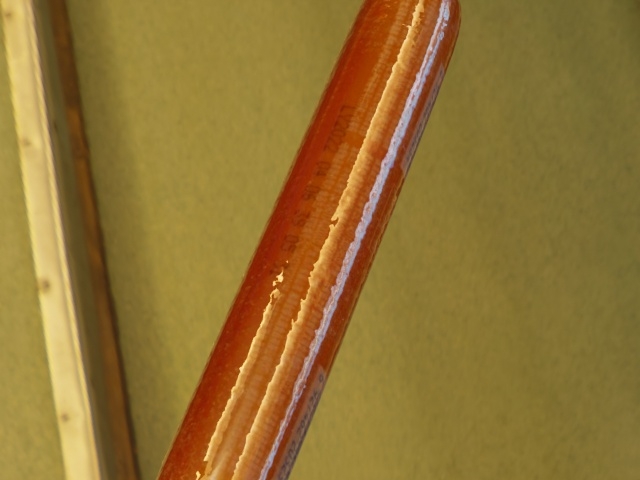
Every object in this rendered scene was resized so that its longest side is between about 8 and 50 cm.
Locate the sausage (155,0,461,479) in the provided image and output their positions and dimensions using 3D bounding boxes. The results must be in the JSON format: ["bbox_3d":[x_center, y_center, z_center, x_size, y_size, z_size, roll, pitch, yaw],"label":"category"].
[{"bbox_3d":[0.000,0.000,0.651,0.053,0.053,0.348,17,61,9],"label":"sausage"}]
